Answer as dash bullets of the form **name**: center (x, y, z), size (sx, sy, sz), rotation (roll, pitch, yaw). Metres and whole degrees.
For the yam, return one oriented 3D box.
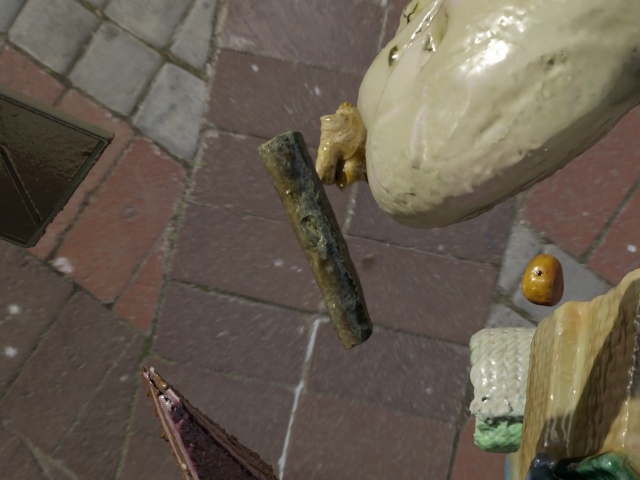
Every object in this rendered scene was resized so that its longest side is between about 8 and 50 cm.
- **yam**: center (0.000, 0.000, 1.187), size (0.061, 0.061, 0.274), rotation (-22, 97, 4)

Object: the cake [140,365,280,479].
- **cake**: center (-0.130, 0.265, 1.212), size (0.112, 0.116, 0.295), rotation (-37, 124, -16)

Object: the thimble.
- **thimble**: center (0.329, 0.252, 1.643), size (0.150, 0.219, 0.219), rotation (-2, 90, 12)

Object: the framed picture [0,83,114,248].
- **framed picture**: center (-0.401, -0.092, 1.183), size (0.213, 0.289, 0.016), rotation (23, 52, -24)

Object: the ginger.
- **ginger**: center (0.084, -0.162, 1.715), size (0.216, 0.102, 0.157), rotation (4, 79, -35)

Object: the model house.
- **model house**: center (0.408, 0.248, 1.116), size (0.334, 0.382, 0.343), rotation (11, 73, 5)

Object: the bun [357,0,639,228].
- **bun**: center (0.107, -0.104, 0.489), size (0.116, 0.237, 0.210), rotation (50, 129, -3)

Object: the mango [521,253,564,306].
- **mango**: center (0.346, 0.061, 1.517), size (0.060, 0.114, 0.080), rotation (2, 93, 23)
